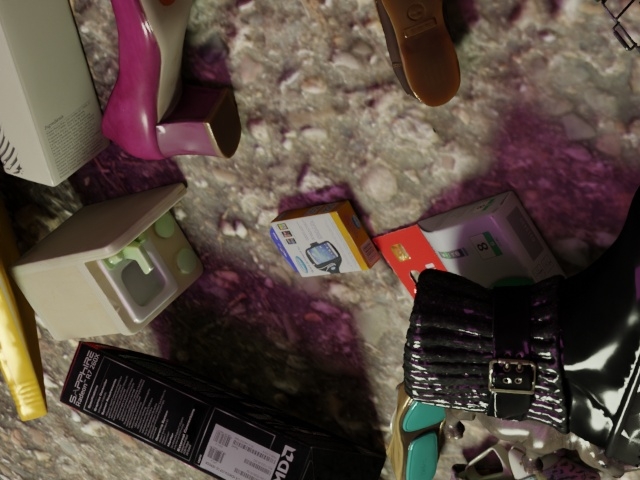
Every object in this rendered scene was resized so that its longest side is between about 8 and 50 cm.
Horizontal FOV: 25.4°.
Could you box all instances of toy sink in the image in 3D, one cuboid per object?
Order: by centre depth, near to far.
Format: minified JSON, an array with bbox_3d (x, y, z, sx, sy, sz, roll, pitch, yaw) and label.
[{"bbox_3d":[-0.255,0.033,1.808,0.234,0.153,0.131,-11,116,46],"label":"toy sink"}]

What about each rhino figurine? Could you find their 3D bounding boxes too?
[{"bbox_3d":[0.247,0.206,1.572,0.243,0.073,0.106,19,138,27],"label":"rhino figurine"}]

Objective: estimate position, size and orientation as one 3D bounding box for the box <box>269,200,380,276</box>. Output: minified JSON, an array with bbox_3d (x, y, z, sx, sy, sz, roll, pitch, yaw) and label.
[{"bbox_3d":[0.000,0.000,1.644,0.136,0.028,0.081,-6,120,51],"label":"box"}]

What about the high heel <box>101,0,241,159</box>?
[{"bbox_3d":[-0.219,-0.235,1.542,0.181,0.127,0.377,7,133,25],"label":"high heel"}]

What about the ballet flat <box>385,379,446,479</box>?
[{"bbox_3d":[0.112,0.208,1.700,0.073,0.080,0.232,56,150,38],"label":"ballet flat"}]

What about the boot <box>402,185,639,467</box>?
[{"bbox_3d":[0.217,0.055,1.354,0.260,0.131,0.348,19,125,15],"label":"boot"}]

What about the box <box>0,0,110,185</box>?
[{"bbox_3d":[-0.352,-0.210,1.710,0.094,0.113,0.275,16,132,34],"label":"box"}]

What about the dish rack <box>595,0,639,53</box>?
[{"bbox_3d":[0.355,-0.168,1.137,0.271,0.074,0.208,49,143,-8],"label":"dish rack"}]

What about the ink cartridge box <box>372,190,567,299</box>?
[{"bbox_3d":[0.163,0.056,1.529,0.224,0.056,0.181,-20,109,48],"label":"ink cartridge box"}]

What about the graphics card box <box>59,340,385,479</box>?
[{"bbox_3d":[-0.125,0.243,1.832,0.371,0.094,0.233,19,177,27],"label":"graphics card box"}]

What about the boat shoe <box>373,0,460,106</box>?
[{"bbox_3d":[0.082,-0.228,1.330,0.073,0.073,0.207,-118,17,-59],"label":"boat shoe"}]

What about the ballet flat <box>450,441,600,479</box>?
[{"bbox_3d":[0.227,0.274,1.661,0.221,0.077,0.079,-22,89,50],"label":"ballet flat"}]

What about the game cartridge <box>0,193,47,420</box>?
[{"bbox_3d":[-0.441,0.038,1.926,0.285,0.052,0.324,-113,12,-52],"label":"game cartridge"}]
